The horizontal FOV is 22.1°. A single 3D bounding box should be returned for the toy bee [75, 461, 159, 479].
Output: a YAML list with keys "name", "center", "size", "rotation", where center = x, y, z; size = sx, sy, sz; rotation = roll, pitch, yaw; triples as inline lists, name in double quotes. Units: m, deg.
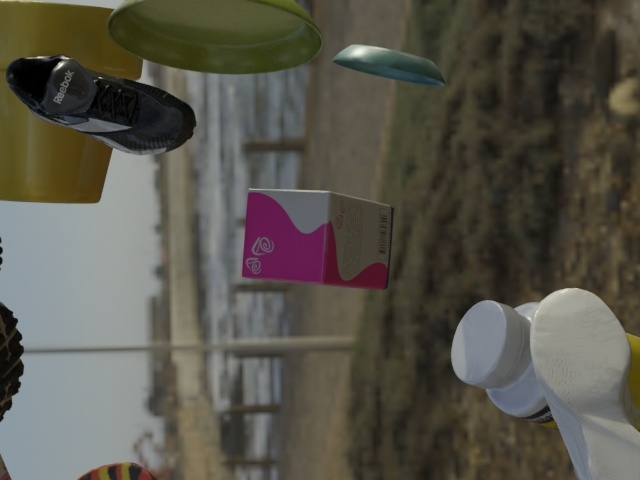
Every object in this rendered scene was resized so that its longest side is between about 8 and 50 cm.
- name: "toy bee"
  center: [-0.287, 0.347, 1.663]
  size: [0.298, 0.162, 0.195]
  rotation: [-48, -41, -37]

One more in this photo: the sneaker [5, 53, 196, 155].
- name: "sneaker"
  center: [-0.250, -0.152, 1.798]
  size: [0.106, 0.234, 0.078]
  rotation: [31, -102, -65]

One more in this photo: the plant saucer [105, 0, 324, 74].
- name: "plant saucer"
  center: [-0.115, -0.239, 1.808]
  size: [0.241, 0.241, 0.037]
  rotation: [111, 163, -75]

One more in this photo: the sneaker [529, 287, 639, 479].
- name: "sneaker"
  center: [0.214, 0.143, 1.293]
  size: [0.094, 0.080, 0.212]
  rotation: [87, 171, -59]

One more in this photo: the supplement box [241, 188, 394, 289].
- name: "supplement box"
  center: [0.000, 0.000, 2.024]
  size: [0.220, 0.114, 0.111]
  rotation: [11, -97, -68]

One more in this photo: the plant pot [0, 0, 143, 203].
- name: "plant pot"
  center: [-0.346, -0.168, 2.026]
  size: [0.254, 0.254, 0.238]
  rotation: [-150, 62, -83]

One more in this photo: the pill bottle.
- name: "pill bottle"
  center: [0.209, 0.113, 1.438]
  size: [0.103, 0.184, 0.103]
  rotation: [-37, 43, 45]

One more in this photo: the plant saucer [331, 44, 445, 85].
- name: "plant saucer"
  center: [0.071, -0.180, 1.673]
  size: [0.119, 0.119, 0.021]
  rotation: [-163, 84, -84]

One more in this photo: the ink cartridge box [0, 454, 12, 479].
- name: "ink cartridge box"
  center: [-0.303, 0.151, 1.022]
  size: [0.117, 0.201, 0.278]
  rotation: [-50, -41, -40]

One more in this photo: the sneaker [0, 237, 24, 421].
- name: "sneaker"
  center: [-0.432, 0.091, 1.927]
  size: [0.110, 0.122, 0.283]
  rotation: [-19, -74, -64]
